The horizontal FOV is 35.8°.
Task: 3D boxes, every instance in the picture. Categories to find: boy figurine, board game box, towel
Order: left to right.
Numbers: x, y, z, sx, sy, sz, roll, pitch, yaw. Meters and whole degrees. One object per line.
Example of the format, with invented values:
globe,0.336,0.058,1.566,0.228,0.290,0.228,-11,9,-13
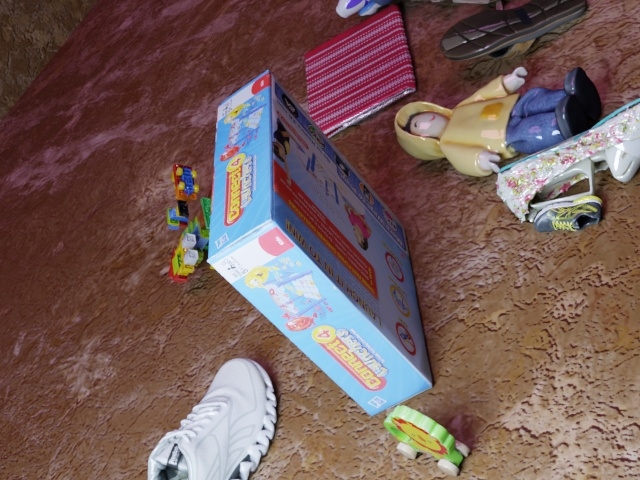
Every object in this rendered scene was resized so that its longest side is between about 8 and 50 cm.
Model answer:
board game box,0.000,0.000,1.175,0.086,0.308,0.302,-30,34,20
towel,0.065,-0.289,1.696,0.199,0.031,0.274,-27,38,19
boy figurine,0.227,-0.161,1.326,0.285,0.092,0.177,0,54,42

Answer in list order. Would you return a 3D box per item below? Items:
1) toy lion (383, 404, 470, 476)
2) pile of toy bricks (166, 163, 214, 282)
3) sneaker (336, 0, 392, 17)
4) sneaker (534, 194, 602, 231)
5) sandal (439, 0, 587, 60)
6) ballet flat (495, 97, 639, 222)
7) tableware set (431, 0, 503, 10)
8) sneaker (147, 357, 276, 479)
toy lion,0.103,0.201,1.030,0.100,0.096,0.034,9,59,51
pile of toy bricks,-0.202,-0.014,1.613,0.105,0.118,0.212,-52,39,41
sneaker,0.127,-0.469,1.701,0.236,0.130,0.323,-52,20,6
sneaker,0.288,-0.026,1.157,0.083,0.031,0.035,-23,38,27
sandal,0.287,-0.307,1.467,0.219,0.060,0.090,-20,43,7
ballet flat,0.322,-0.091,1.171,0.241,0.091,0.077,-28,66,28
tableware set,0.254,-0.420,1.643,0.128,0.039,0.194,-47,36,-17
sneaker,-0.138,0.253,1.205,0.110,0.118,0.292,-19,38,34
